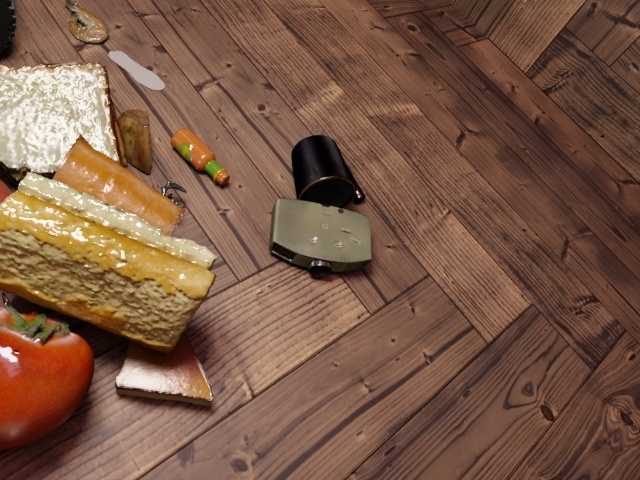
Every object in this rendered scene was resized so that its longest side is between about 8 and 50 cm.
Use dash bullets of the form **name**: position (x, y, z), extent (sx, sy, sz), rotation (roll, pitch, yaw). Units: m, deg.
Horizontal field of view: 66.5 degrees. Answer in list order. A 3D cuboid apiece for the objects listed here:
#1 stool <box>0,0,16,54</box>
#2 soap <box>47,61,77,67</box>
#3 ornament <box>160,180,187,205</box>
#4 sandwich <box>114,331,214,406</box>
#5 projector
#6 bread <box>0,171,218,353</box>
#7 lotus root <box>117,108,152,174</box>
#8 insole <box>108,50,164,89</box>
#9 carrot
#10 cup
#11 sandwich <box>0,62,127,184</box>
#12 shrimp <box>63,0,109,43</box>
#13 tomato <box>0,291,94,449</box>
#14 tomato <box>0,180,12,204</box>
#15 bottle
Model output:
- **stool**: position (-0.940, -0.674, 1.236), extent (0.297, 0.297, 0.330), rotation (-5, 56, -25)
- **soap**: position (-0.712, -0.375, 1.257), extent (0.232, 0.073, 0.140), rotation (-28, 74, -34)
- **ornament**: position (-0.445, -0.081, 1.174), extent (0.202, 0.080, 0.236), rotation (41, 55, 3)
- **sandwich**: position (-0.308, 0.251, 1.021), extent (0.193, 0.058, 0.162), rotation (13, 54, -11)
- **projector**: position (0.000, 0.000, 1.295), extent (0.270, 0.088, 0.193), rotation (11, 56, -15)
- **bread**: position (-0.403, 0.059, 0.912), extent (0.376, 0.236, 0.165), rotation (25, 35, -16)
- **lotus root**: position (-0.484, -0.269, 1.263), extent (0.095, 0.135, 0.159), rotation (-6, 48, -25)
- **insole**: position (-0.549, -0.506, 1.453), extent (0.197, 0.004, 0.065), rotation (36, 52, 3)
- **carrot**: position (-0.435, -0.075, 1.033), extent (0.254, 0.196, 0.196), rotation (29, 51, -21)
- **cup**: position (0.014, -0.170, 1.406), extent (0.166, 0.239, 0.177), rotation (-24, 56, 12)
- **sandwich**: position (-0.639, -0.265, 1.127), extent (0.326, 0.131, 0.262), rotation (-12, 89, -24)
- **shrimp**: position (-0.715, -0.654, 1.468), extent (0.099, 0.041, 0.180), rotation (-41, 80, -22)
- **tomato**: position (-0.528, 0.226, 0.830), extent (0.256, 0.256, 0.224), rotation (27, 84, -4)
- **tomato**: position (-0.722, -0.039, 0.924), extent (0.265, 0.265, 0.264), rotation (11, 55, -16)
- **bottle**: position (-0.320, -0.223, 1.322), extent (0.187, 0.069, 0.069), rotation (42, 53, 8)
